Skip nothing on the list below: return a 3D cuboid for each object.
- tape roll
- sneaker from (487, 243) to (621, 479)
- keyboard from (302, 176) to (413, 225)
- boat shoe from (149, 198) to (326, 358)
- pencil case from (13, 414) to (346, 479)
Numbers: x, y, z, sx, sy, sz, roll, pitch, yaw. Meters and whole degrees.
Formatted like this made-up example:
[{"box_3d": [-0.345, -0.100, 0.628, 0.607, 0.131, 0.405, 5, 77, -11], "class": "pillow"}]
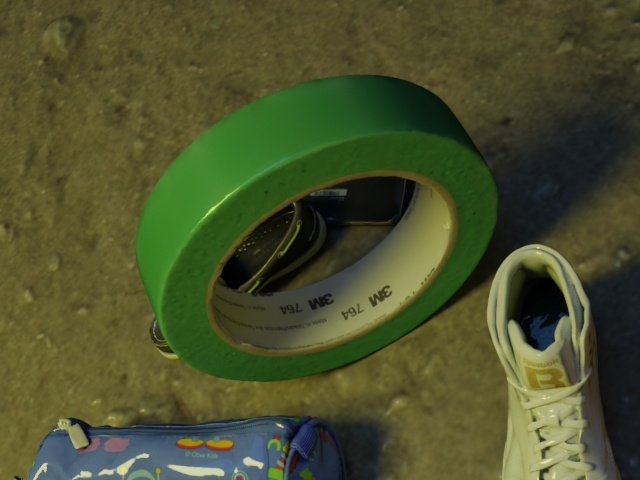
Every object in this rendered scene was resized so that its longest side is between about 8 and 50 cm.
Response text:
[{"box_3d": [0.000, 0.000, 0.982, 0.321, 0.321, 0.077, -32, 53, 5], "class": "tape roll"}, {"box_3d": [0.186, 0.149, 0.905, 0.108, 0.169, 0.292, -11, 59, 17], "class": "sneaker"}, {"box_3d": [0.015, -0.064, 1.199, 0.180, 0.023, 0.108, 1, 69, 24], "class": "keyboard"}, {"box_3d": [-0.098, 0.035, 1.155, 0.228, 0.069, 0.081, -41, 61, 3], "class": "boat shoe"}, {"box_3d": [-0.131, 0.223, 1.031, 0.306, 0.133, 0.119, -4, 27, 22], "class": "pencil case"}]
